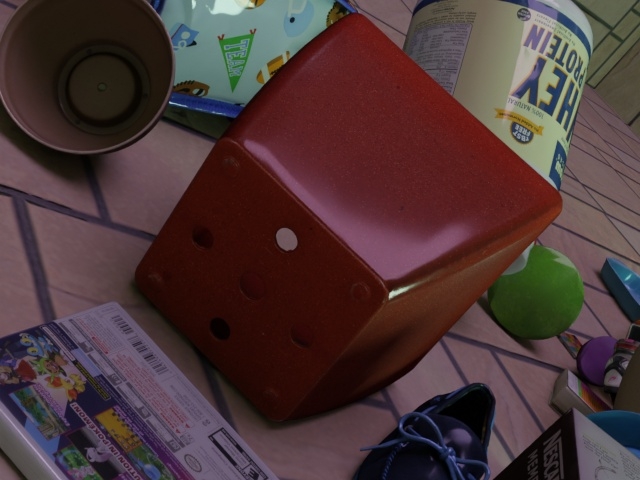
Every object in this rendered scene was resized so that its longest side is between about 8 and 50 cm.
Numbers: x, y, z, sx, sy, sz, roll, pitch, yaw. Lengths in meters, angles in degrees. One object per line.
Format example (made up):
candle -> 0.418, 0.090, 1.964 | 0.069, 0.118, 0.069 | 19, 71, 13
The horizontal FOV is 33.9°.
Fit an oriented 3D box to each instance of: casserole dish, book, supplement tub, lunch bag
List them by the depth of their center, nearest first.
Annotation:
lunch bag -> -0.124, -0.304, 1.297 | 0.385, 0.239, 0.328 | 5, 38, -44
supplement tub -> 0.195, -0.141, 1.313 | 0.235, 0.324, 0.235 | 15, -16, 4
book -> 0.356, 0.228, 1.322 | 0.144, 0.035, 0.096 | 43, 19, 5
casserole dish -> 0.564, 0.103, 1.881 | 0.114, 0.037, 0.188 | 26, 27, -31

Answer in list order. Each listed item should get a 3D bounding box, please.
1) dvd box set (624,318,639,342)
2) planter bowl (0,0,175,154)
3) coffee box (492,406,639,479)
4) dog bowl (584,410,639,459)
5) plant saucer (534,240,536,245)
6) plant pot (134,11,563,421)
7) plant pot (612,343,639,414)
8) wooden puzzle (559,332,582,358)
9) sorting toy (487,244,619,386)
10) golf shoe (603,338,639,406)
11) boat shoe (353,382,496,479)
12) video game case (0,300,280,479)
dvd box set -> 0.620, 0.181, 1.548 | 0.308, 0.062, 0.420 | 18, 6, 22
planter bowl -> -0.213, -0.154, 0.997 | 0.162, 0.162, 0.109 | 41, -4, 1
coffee box -> 0.177, 0.277, 0.763 | 0.119, 0.168, 0.297 | 38, 23, -5
dog bowl -> 0.345, 0.281, 0.988 | 0.297, 0.166, 0.074 | 29, -3, 24
plant saucer -> 0.273, -0.122, 1.830 | 0.259, 0.047, 0.258 | 35, 23, -15
plant pot -> 0.000, 0.000, 0.920 | 0.267, 0.267, 0.236 | 44, 35, 9
plant pot -> 0.425, 0.257, 1.127 | 0.284, 0.284, 0.191 | 42, 59, 3
wooden puzzle -> 0.366, 0.153, 1.508 | 0.049, 0.006, 0.083 | 17, 32, -45
sorting toy -> 0.271, 0.061, 1.450 | 0.365, 0.127, 0.126 | 46, -5, 9
golf shoe -> 0.406, 0.210, 1.343 | 0.067, 0.086, 0.186 | 5, -38, 48
boat shoe -> 0.094, 0.183, 0.910 | 0.109, 0.089, 0.258 | 40, 22, -1
video game case -> -0.135, 0.135, 0.725 | 0.201, 0.023, 0.183 | 46, 23, 11
